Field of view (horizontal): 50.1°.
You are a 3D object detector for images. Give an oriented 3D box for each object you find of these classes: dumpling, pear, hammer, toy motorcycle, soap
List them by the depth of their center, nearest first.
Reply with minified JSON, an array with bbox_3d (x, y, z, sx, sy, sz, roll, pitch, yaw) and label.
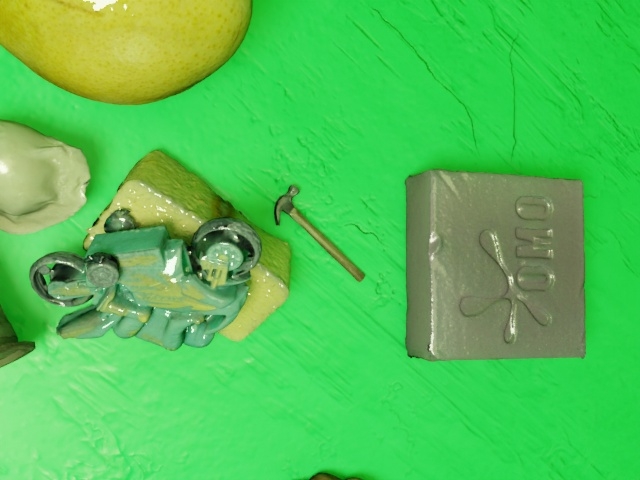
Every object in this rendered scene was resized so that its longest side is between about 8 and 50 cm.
[{"bbox_3d":[-0.243,-0.310,0.824,0.314,0.314,0.314,1,86,-20],"label":"pear"},{"bbox_3d":[-0.394,-0.076,0.865,0.111,0.181,0.155,-37,135,-52],"label":"dumpling"},{"bbox_3d":[-0.208,0.061,0.869,0.296,0.109,0.198,-7,127,6],"label":"toy motorcycle"},{"bbox_3d":[0.000,0.000,1.039,0.182,0.017,0.062,45,74,-13],"label":"hammer"},{"bbox_3d":[0.275,0.042,1.090,0.285,0.107,0.296,0,86,-17],"label":"soap"}]

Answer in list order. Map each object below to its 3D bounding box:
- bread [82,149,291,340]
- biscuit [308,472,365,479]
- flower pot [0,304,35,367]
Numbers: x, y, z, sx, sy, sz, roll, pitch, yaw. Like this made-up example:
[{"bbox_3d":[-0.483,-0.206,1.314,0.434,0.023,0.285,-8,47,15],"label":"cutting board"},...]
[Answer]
[{"bbox_3d":[-0.164,0.003,0.937,0.266,0.142,0.178,35,61,-16],"label":"bread"},{"bbox_3d":[0.023,0.501,0.973,0.325,0.107,0.326,2,84,-17],"label":"biscuit"},{"bbox_3d":[-0.468,0.075,0.787,0.212,0.212,0.203,-22,81,-19],"label":"flower pot"}]
